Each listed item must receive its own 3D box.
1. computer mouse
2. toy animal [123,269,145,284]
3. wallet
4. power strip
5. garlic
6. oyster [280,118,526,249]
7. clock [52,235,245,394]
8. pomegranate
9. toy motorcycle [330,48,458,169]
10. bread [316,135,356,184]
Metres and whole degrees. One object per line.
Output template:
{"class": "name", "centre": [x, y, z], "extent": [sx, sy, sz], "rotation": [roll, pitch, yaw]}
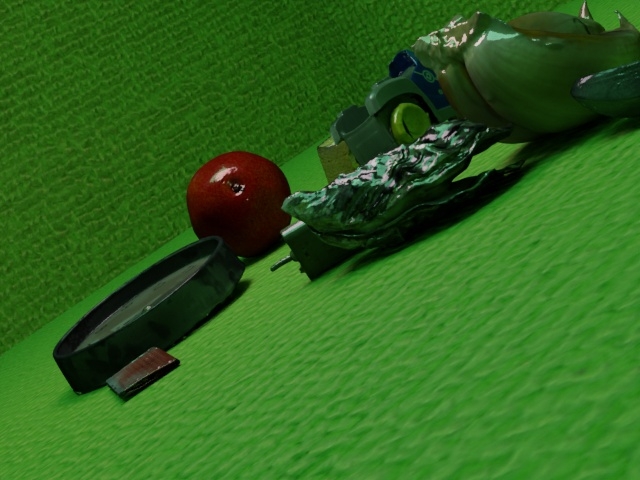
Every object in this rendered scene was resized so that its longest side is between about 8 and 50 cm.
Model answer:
{"class": "computer mouse", "centre": [0.425, -0.196, 1.416], "extent": [0.229, 0.068, 0.113], "rotation": [-13, 5, 36]}
{"class": "toy animal", "centre": [-0.333, 0.101, 2.369], "extent": [0.260, 0.087, 0.243], "rotation": [-25, 8, 21]}
{"class": "wallet", "centre": [-0.279, 0.204, 1.762], "extent": [0.103, 0.020, 0.196], "rotation": [-34, 8, -15]}
{"class": "power strip", "centre": [0.039, -0.023, 1.707], "extent": [0.268, 0.092, 0.034], "rotation": [-31, 29, 3]}
{"class": "garlic", "centre": [0.320, -0.253, 1.651], "extent": [0.313, 0.250, 0.286], "rotation": [-1, -25, -32]}
{"class": "oyster", "centre": [0.113, -0.071, 1.588], "extent": [0.350, 0.158, 0.162], "rotation": [-16, -23, 15]}
{"class": "clock", "centre": [-0.311, 0.126, 2.047], "extent": [0.386, 0.076, 0.386], "rotation": [-32, 14, 9]}
{"class": "pomegranate", "centre": [-0.166, -0.067, 2.339], "extent": [0.221, 0.221, 0.257], "rotation": [-35, -20, -24]}
{"class": "toy motorcycle", "centre": [0.181, -0.292, 2.423], "extent": [0.326, 0.200, 0.191], "rotation": [-37, 2, -38]}
{"class": "bread", "centre": [0.065, -0.186, 2.552], "extent": [0.111, 0.114, 0.129], "rotation": [-17, 18, 37]}
